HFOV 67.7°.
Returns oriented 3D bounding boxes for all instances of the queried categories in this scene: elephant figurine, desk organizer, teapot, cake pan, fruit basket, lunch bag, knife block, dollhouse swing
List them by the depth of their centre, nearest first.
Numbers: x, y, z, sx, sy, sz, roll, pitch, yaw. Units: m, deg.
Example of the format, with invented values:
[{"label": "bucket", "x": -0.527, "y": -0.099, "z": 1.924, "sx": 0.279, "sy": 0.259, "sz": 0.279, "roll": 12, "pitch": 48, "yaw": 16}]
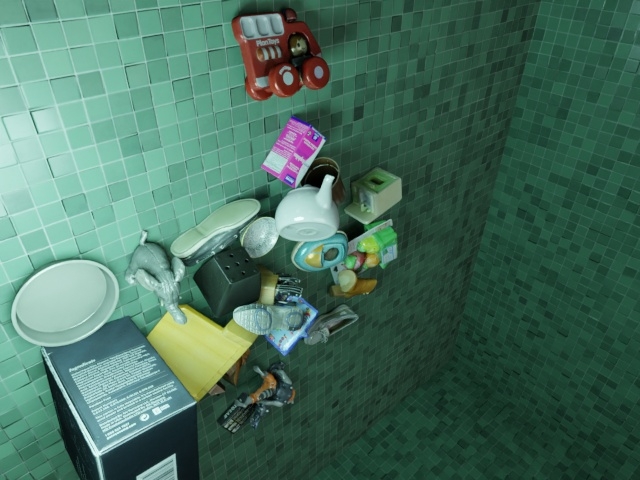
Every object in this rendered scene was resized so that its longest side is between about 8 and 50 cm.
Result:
[{"label": "cake pan", "x": -0.753, "y": 0.177, "z": 1.414, "sx": 0.293, "sy": 0.054, "sz": 0.293, "roll": -27, "pitch": 134, "yaw": -33}, {"label": "elephant figurine", "x": -0.494, "y": 0.119, "z": 1.501, "sx": 0.169, "sy": 0.239, "sz": 0.186, "roll": -53, "pitch": 142, "yaw": -4}, {"label": "teapot", "x": -0.051, "y": -0.114, "z": 1.746, "sx": 0.252, "sy": 0.256, "sz": 0.187, "roll": 60, "pitch": 26, "yaw": -68}, {"label": "dollhouse swing", "x": -0.451, "y": 0.372, "z": 1.814, "sx": 0.347, "sy": 0.305, "sz": 0.315, "roll": -49, "pitch": -178, "yaw": 18}, {"label": "knife block", "x": -0.218, "y": 0.198, "z": 1.859, "sx": 0.276, "sy": 0.242, "sz": 0.088, "roll": -18, "pitch": 128, "yaw": -39}, {"label": "desk organizer", "x": -0.406, "y": 0.584, "z": 1.871, "sx": 0.047, "sy": 0.050, "sz": 0.130, "roll": -49, "pitch": -178, "yaw": -13}, {"label": "lunch bag", "x": -0.150, "y": 0.326, "z": 1.983, "sx": 0.221, "sy": 0.293, "sz": 0.138, "roll": -50, "pitch": 142, "yaw": -10}, {"label": "fruit basket", "x": 0.210, "y": 0.075, "z": 2.300, "sx": 0.353, "sy": 0.165, "sz": 0.327, "roll": -34, "pitch": 148, "yaw": -12}]

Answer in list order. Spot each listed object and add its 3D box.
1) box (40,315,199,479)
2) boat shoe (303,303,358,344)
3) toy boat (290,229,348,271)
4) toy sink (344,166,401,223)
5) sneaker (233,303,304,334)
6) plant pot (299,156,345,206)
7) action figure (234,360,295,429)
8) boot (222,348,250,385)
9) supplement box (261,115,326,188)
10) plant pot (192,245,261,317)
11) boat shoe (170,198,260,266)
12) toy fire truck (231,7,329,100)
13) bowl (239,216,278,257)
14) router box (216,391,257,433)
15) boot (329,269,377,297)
[{"label": "box", "x": -0.624, "y": 0.589, "z": 1.509, "sx": 0.297, "sy": 0.472, "sz": 0.480, "roll": -21, "pitch": 130, "yaw": -39}, {"label": "boat shoe", "x": 0.052, "y": 0.440, "z": 2.441, "sx": 0.320, "sy": 0.103, "sz": 0.118, "roll": -26, "pitch": 133, "yaw": -34}, {"label": "toy boat", "x": 0.000, "y": 0.000, "z": 2.010, "sx": 0.267, "sy": 0.148, "sz": 0.318, "roll": -18, "pitch": 125, "yaw": -18}, {"label": "toy sink", "x": 0.229, "y": -0.207, "z": 2.131, "sx": 0.234, "sy": 0.153, "sz": 0.131, "roll": -35, "pitch": 138, "yaw": -24}, {"label": "sneaker", "x": -0.205, "y": 0.292, "z": 1.792, "sx": 0.297, "sy": 0.129, "sz": 0.111, "roll": 14, "pitch": 82, "yaw": -41}, {"label": "plant pot", "x": 0.020, "y": -0.219, "z": 1.899, "sx": 0.167, "sy": 0.167, "sz": 0.165, "roll": -51, "pitch": 151, "yaw": -7}, {"label": "action figure", "x": -0.243, "y": 0.745, "z": 2.240, "sx": 0.330, "sy": 0.178, "sz": 0.341, "roll": 27, "pitch": 81, "yaw": -50}, {"label": "boot", "x": -0.362, "y": 0.550, "z": 2.101, "sx": 0.152, "sy": 0.073, "sz": 0.197, "roll": -54, "pitch": 164, "yaw": -32}, {"label": "supplement box", "x": -0.097, "y": -0.318, "z": 1.728, "sx": 0.220, "sy": 0.114, "sz": 0.111, "roll": -57, "pitch": 144, "yaw": 4}, {"label": "plant pot", "x": -0.318, "y": 0.129, "z": 1.704, "sx": 0.187, "sy": 0.188, "sz": 0.167, "roll": -20, "pitch": 154, "yaw": -38}, {"label": "boat shoe", "x": -0.346, "y": -0.020, "z": 1.658, "sx": 0.340, "sy": 0.127, "sz": 0.113, "roll": -38, "pitch": 140, "yaw": -20}, {"label": "toy fire truck", "x": -0.117, "y": -0.585, "z": 1.491, "sx": 0.302, "sy": 0.169, "sz": 0.254, "roll": -27, "pitch": 115, "yaw": -34}, {"label": "bowl", "x": -0.246, "y": -0.027, "z": 1.799, "sx": 0.170, "sy": 0.080, "sz": 0.170, "roll": -27, "pitch": 134, "yaw": -32}, {"label": "router box", "x": -0.392, "y": 0.827, "z": 2.284, "sx": 0.179, "sy": 0.046, "sz": 0.133, "roll": -45, "pitch": 141, "yaw": -15}, {"label": "boot", "x": 0.182, "y": 0.201, "z": 2.293, "sx": 0.211, "sy": 0.104, "sz": 0.295, "roll": -6, "pitch": 159, "yaw": -23}]
